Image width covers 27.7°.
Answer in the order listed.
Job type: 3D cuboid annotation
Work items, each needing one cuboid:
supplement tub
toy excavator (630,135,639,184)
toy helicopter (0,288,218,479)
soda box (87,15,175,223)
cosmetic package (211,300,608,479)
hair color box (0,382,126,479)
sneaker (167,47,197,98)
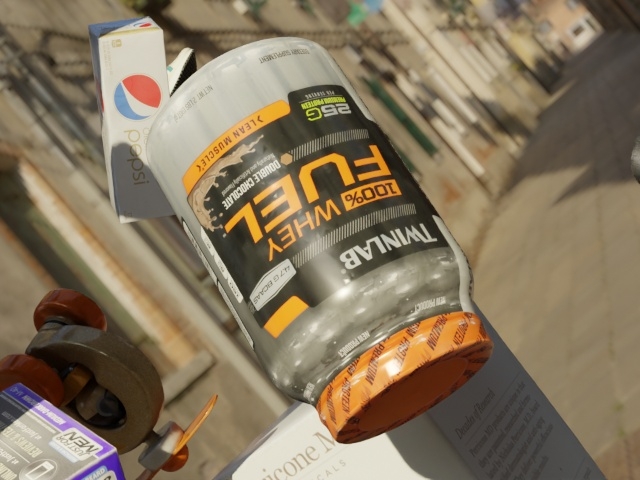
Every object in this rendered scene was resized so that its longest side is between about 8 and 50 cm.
[{"bbox_3d":[0.000,0.000,1.178,0.207,0.338,0.207,-28,-22,-12],"label":"supplement tub"},{"bbox_3d":[0.612,-0.112,1.419,0.433,0.445,0.222,-56,42,2],"label":"toy excavator"},{"bbox_3d":[-0.254,0.236,1.526,0.140,0.235,0.355,-65,-8,-46],"label":"toy helicopter"},{"bbox_3d":[-0.205,-0.133,1.437,0.074,0.216,0.069,-11,24,-16],"label":"soda box"},{"bbox_3d":[0.136,0.339,1.684,0.329,0.393,0.327,-39,-2,27],"label":"cosmetic package"},{"bbox_3d":[-0.245,0.326,1.267,0.110,0.338,0.185,-32,34,-31],"label":"hair color box"},{"bbox_3d":[-0.242,-0.239,1.962,0.057,0.075,0.161,87,-161,-50],"label":"sneaker"}]
